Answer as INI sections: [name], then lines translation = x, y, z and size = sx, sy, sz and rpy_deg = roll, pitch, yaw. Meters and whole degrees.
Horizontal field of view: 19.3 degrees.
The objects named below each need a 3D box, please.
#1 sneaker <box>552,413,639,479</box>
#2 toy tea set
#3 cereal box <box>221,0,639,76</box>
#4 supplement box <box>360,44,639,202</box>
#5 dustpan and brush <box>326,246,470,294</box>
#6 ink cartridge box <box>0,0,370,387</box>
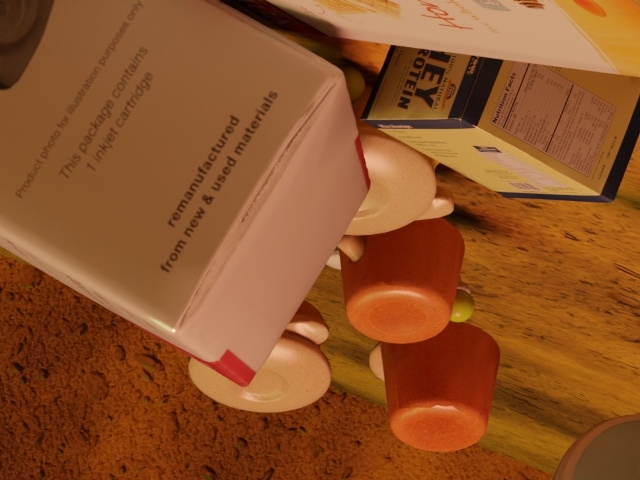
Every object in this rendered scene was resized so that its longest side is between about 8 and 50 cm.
[sneaker]
translation = 0.279, 0.175, 0.884
size = 0.366, 0.135, 0.150
rpy_deg = 28, 157, 15
[toy tea set]
translation = 0.000, 0.000, 1.100
size = 0.200, 0.124, 0.336
rpy_deg = -6, 142, 14
[cereal box]
translation = 0.008, -0.117, 0.640
size = 0.240, 0.047, 0.173
rpy_deg = 12, 167, 47
[supplement box]
translation = 0.079, -0.058, 0.794
size = 0.083, 0.056, 0.083
rpy_deg = 26, 170, -27
[dustpan and brush]
translation = 0.045, 0.007, 1.251
size = 0.147, 0.060, 0.211
rpy_deg = 27, 168, -27
[ink cartridge box]
translation = -0.140, -0.071, 0.843
size = 0.306, 0.131, 0.226
rpy_deg = 29, 175, 10
